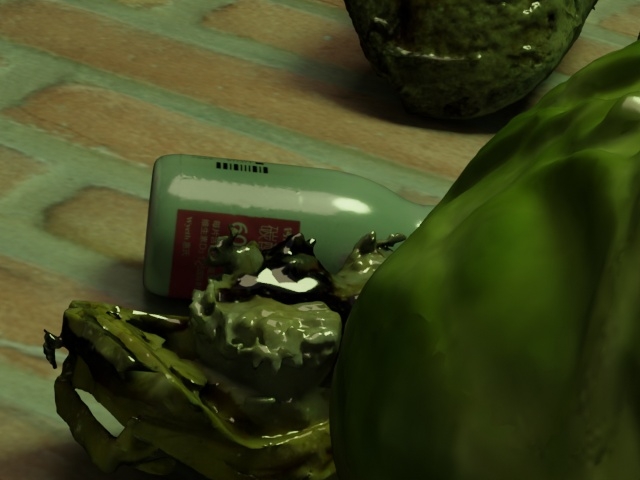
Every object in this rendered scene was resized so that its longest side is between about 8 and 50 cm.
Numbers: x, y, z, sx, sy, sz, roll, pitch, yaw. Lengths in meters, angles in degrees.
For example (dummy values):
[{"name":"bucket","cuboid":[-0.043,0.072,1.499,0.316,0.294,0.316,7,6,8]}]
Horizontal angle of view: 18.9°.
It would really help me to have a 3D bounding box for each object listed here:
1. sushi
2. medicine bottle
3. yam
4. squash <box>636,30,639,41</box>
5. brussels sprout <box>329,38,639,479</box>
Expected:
[{"name":"sushi","cuboid":[0.008,0.070,1.020,0.291,0.131,0.139,2,23,-30]},{"name":"medicine bottle","cuboid":[0.000,0.000,1.201,0.216,0.090,0.090,6,25,-6]},{"name":"yam","cuboid":[0.136,-0.223,1.595,0.195,0.195,0.300,15,26,14]},{"name":"squash","cuboid":[0.372,-0.108,1.518,0.107,0.107,0.395,-6,30,-27]},{"name":"brussels sprout","cuboid":[0.194,0.075,0.837,0.361,0.342,0.425,-21,3,27]}]
